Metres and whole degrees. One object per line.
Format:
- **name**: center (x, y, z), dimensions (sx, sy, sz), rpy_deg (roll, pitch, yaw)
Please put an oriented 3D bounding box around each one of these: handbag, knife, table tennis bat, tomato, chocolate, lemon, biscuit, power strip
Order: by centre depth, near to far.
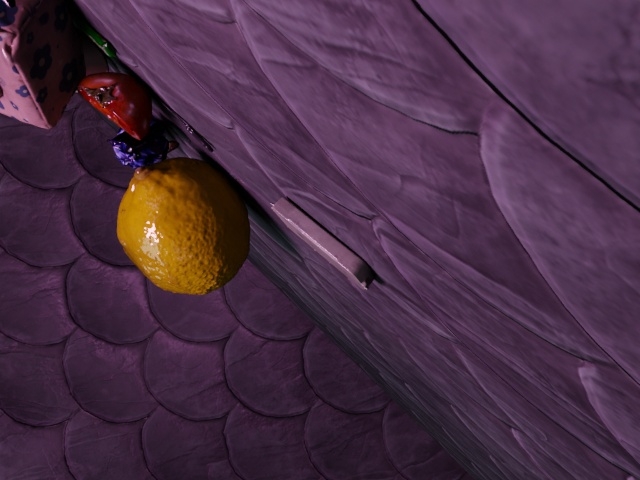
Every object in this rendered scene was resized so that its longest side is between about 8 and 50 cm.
- **power strip**: center (0.000, 0.000, 1.262), dimensions (0.227, 0.029, 0.080), rpy_deg (39, 173, 27)
- **handbag**: center (-0.551, -0.344, 1.426), dimensions (0.193, 0.190, 0.251), rpy_deg (15, 153, 8)
- **biscuit**: center (-0.400, -0.361, 1.441), dimensions (0.089, 0.016, 0.046), rpy_deg (42, 174, 18)
- **knife**: center (-0.255, -0.218, 1.481), dimensions (0.170, 0.010, 0.023), rpy_deg (43, 173, 19)
- **tomato**: center (-0.374, -0.268, 1.511), dimensions (0.159, 0.091, 0.139), rpy_deg (33, 171, 16)
- **table tennis bat**: center (-0.475, -0.331, 1.601), dimensions (0.019, 0.130, 0.220), rpy_deg (-93, -23, -46)
- **lemon**: center (-0.278, -0.030, 1.645), dimensions (0.268, 0.268, 0.322), rpy_deg (37, 175, 40)
- **chocolate**: center (-0.373, -0.213, 1.707), dimensions (0.148, 0.126, 0.343), rpy_deg (7, -177, -14)

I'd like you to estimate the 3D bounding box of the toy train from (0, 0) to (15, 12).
- **toy train**: center (-0.390, -0.368, 0.787), dimensions (0.300, 0.188, 0.265), rpy_deg (44, 177, -21)
